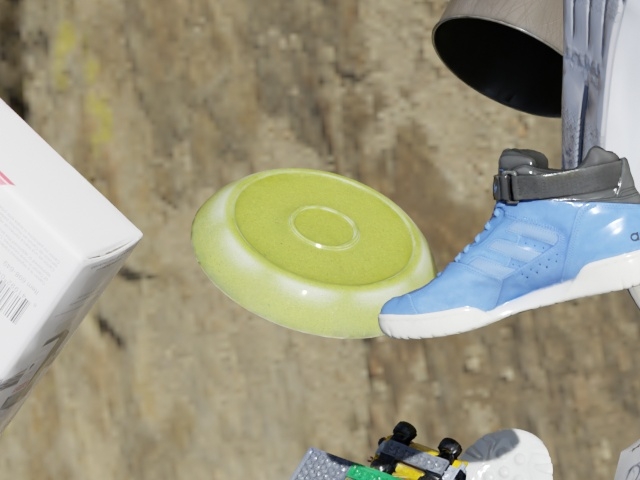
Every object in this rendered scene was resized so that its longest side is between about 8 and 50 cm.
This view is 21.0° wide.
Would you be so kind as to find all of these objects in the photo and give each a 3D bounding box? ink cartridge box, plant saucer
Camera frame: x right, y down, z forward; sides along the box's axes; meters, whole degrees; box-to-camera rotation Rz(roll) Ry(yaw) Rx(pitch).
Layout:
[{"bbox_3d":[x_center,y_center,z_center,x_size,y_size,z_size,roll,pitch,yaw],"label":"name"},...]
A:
[{"bbox_3d":[-0.251,0.031,1.211,0.158,0.092,0.218,43,115,10],"label":"ink cartridge box"},{"bbox_3d":[0.000,0.000,1.609,0.241,0.241,0.037,54,140,40],"label":"plant saucer"}]

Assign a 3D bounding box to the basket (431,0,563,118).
[{"bbox_3d":[0.214,-0.250,1.537,0.204,0.154,0.227,70,-136,-75],"label":"basket"}]

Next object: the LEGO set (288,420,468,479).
[{"bbox_3d":[0.027,0.308,1.142,0.255,0.331,0.192,10,142,24],"label":"LEGO set"}]

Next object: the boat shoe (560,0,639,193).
[{"bbox_3d":[0.224,-0.145,1.090,0.121,0.119,0.335,-120,30,-60],"label":"boat shoe"}]

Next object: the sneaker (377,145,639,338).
[{"bbox_3d":[0.094,-0.003,0.893,0.152,0.058,0.085,-16,91,20],"label":"sneaker"}]

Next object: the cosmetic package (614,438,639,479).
[{"bbox_3d":[0.359,0.211,1.407,0.097,0.377,0.284,46,114,-3],"label":"cosmetic package"}]

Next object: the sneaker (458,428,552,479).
[{"bbox_3d":[0.112,0.249,1.224,0.090,0.095,0.235,14,81,17],"label":"sneaker"}]

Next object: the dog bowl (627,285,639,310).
[{"bbox_3d":[0.509,-0.008,1.761,0.408,0.150,0.408,25,139,24],"label":"dog bowl"}]
